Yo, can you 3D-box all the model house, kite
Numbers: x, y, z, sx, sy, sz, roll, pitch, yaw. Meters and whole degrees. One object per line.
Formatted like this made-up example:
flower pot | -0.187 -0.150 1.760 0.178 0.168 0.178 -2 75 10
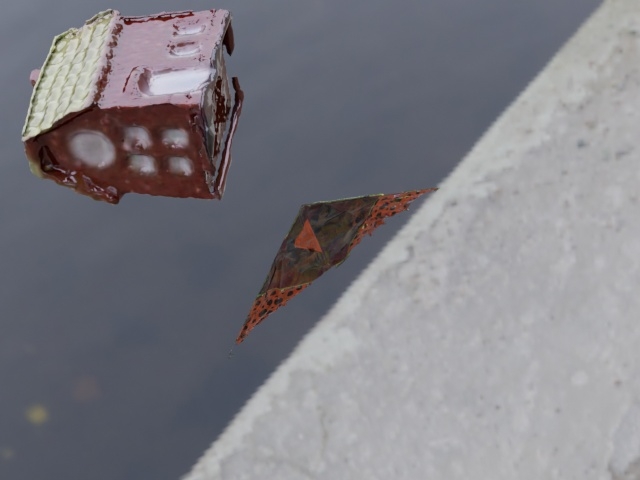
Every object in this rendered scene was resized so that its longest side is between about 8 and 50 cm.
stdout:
model house | -0.228 -0.156 1.565 0.254 0.160 0.196 -1 46 10
kite | -0.001 -0.001 1.032 0.222 0.125 0.008 -39 65 -7
